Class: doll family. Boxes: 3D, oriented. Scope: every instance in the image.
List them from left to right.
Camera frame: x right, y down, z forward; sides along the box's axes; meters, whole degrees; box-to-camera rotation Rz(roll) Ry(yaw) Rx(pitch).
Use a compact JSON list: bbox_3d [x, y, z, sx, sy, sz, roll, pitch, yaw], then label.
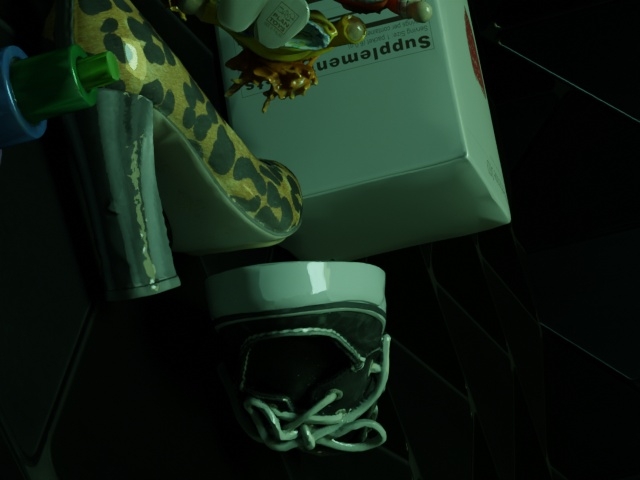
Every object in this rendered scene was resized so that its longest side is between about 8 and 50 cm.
[{"bbox_3d":[-0.068,-0.159,1.090,0.118,0.263,0.163,-62,177,2],"label":"doll family"}]

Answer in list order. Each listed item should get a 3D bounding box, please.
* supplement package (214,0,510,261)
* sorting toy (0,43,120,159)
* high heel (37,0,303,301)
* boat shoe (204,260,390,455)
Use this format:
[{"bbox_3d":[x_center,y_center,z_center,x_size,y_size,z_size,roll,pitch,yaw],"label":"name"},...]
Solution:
[{"bbox_3d":[0.025,-0.151,1.423,0.177,0.175,0.293,44,35,-68],"label":"supplement package"},{"bbox_3d":[-0.174,-0.196,0.742,0.127,0.126,0.366,-76,149,-64],"label":"sorting toy"},{"bbox_3d":[-0.079,-0.081,1.086,0.261,0.093,0.186,-31,111,-69],"label":"high heel"},{"bbox_3d":[-0.010,0.086,1.183,0.306,0.113,0.105,88,-2,-76],"label":"boat shoe"}]
